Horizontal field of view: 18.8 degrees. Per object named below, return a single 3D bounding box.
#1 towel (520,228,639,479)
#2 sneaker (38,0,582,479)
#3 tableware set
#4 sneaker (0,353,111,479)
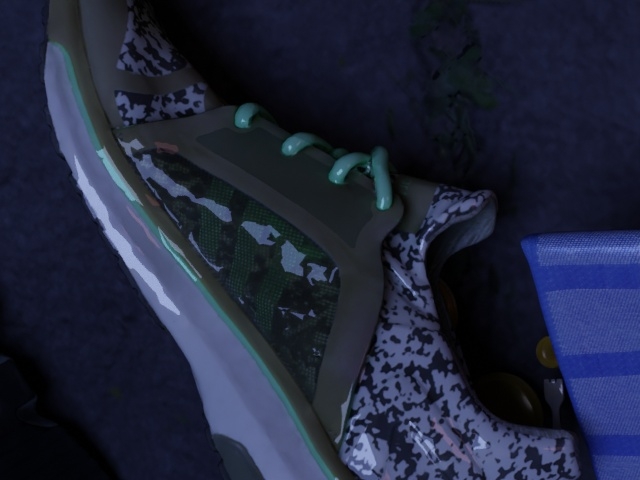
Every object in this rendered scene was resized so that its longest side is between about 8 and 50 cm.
[{"bbox_3d":[0.247,0.078,0.892,0.285,0.034,0.209,1,131,28],"label":"towel"},{"bbox_3d":[0.000,0.000,1.004,0.182,0.158,0.410,-30,78,6],"label":"sneaker"},{"bbox_3d":[0.067,0.067,1.041,0.154,0.024,0.104,-1,92,29],"label":"tableware set"},{"bbox_3d":[-0.217,0.163,1.166,0.146,0.122,0.330,-38,80,42],"label":"sneaker"}]
